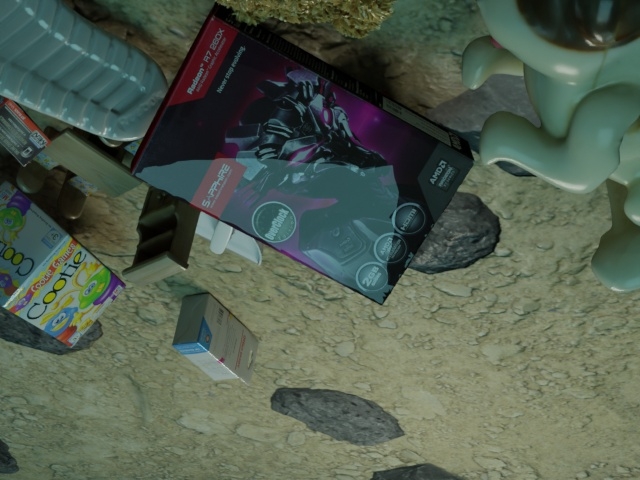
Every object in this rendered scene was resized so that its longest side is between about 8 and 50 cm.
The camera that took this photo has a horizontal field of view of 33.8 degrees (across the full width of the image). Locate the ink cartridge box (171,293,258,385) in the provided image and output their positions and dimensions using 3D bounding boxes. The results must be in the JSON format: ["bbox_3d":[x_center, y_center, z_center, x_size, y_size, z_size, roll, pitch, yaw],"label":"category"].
[{"bbox_3d":[-0.191,0.189,1.949,0.061,0.104,0.181,-10,142,28],"label":"ink cartridge box"}]

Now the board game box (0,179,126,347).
[{"bbox_3d":[-0.439,0.043,1.651,0.144,0.142,0.275,38,171,17],"label":"board game box"}]

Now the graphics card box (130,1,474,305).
[{"bbox_3d":[-0.023,-0.104,1.320,0.370,0.094,0.233,28,109,-10],"label":"graphics card box"}]

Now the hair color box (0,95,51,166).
[{"bbox_3d":[-0.436,-0.178,1.412,0.167,0.053,0.093,43,173,42],"label":"hair color box"}]

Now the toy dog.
[{"bbox_3d":[0.327,-0.186,1.082,0.395,0.285,0.408,-18,136,35],"label":"toy dog"}]

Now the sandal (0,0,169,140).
[{"bbox_3d":[-0.381,-0.257,1.311,0.416,0.169,0.102,37,180,-27],"label":"sandal"}]

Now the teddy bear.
[{"bbox_3d":[-0.081,-0.290,1.136,0.338,0.113,0.245,17,-176,-23],"label":"teddy bear"}]

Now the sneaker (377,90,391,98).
[{"bbox_3d":[0.061,-0.116,1.455,0.128,0.087,0.221,2,135,28],"label":"sneaker"}]

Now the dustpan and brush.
[{"bbox_3d":[-0.144,-0.030,1.629,0.147,0.060,0.211,26,141,-1],"label":"dustpan and brush"}]

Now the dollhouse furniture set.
[{"bbox_3d":[-0.299,-0.067,1.534,0.212,0.161,0.242,-21,136,39],"label":"dollhouse furniture set"}]
